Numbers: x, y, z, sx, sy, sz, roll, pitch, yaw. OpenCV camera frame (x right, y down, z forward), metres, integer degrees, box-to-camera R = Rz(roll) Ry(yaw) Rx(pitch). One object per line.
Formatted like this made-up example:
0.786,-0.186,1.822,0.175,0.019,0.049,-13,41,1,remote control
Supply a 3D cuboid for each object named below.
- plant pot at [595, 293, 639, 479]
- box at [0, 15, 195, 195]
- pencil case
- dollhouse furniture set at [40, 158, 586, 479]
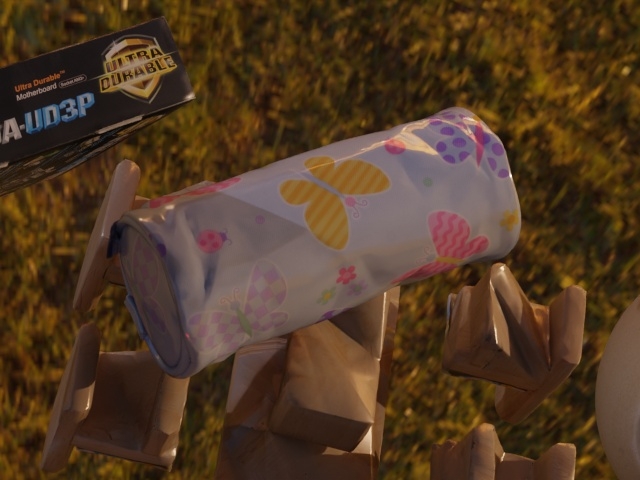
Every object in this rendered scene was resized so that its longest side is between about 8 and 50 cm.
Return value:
0.383,0.169,1.542,0.284,0.191,0.284,4,100,24,plant pot
-0.193,-0.051,0.902,0.175,0.220,0.051,-22,92,-30,box
0.000,0.000,1.091,0.273,0.124,0.113,-20,63,-20,pencil case
-0.031,0.202,1.195,0.362,0.256,0.394,15,59,-10,dollhouse furniture set
